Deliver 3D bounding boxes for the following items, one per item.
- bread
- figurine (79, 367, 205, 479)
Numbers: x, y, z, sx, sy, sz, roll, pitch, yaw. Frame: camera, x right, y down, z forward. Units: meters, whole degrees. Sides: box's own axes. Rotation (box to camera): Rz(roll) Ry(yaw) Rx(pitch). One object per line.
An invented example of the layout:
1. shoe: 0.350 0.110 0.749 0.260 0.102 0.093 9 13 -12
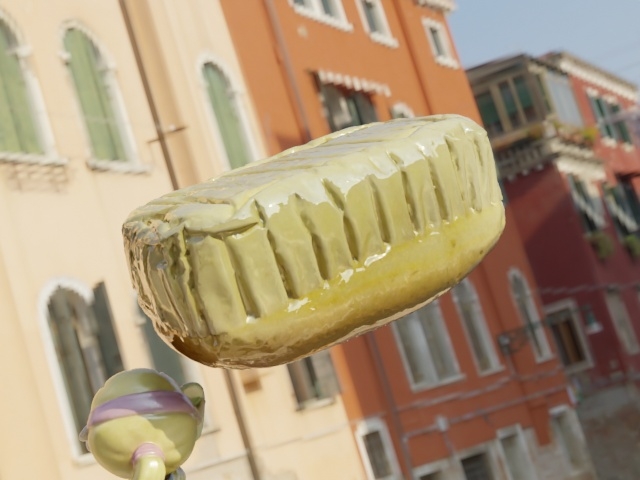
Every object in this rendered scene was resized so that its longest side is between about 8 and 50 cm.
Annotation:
1. bread: 0.000 0.000 0.756 0.236 0.106 0.140 -22 15 -31
2. figurine: -0.106 0.118 0.777 0.083 0.083 0.187 -15 -2 -11
